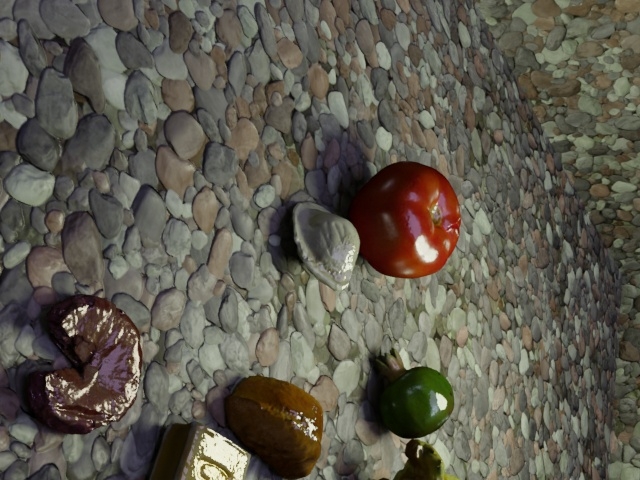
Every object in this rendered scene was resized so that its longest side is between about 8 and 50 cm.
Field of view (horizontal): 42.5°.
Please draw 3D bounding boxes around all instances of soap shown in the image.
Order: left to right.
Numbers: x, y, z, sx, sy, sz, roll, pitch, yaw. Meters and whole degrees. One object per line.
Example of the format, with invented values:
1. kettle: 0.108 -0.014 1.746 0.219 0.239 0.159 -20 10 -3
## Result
1. soap: -0.225 0.467 1.403 0.173 0.089 0.274 45 48 -40

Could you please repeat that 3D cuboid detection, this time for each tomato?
1. tomato: 0.193 -0.050 1.992 0.299 0.226 0.298 7 81 -48

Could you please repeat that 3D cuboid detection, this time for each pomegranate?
1. pomegranate: 0.217 0.368 2.003 0.225 0.187 0.187 54 34 10

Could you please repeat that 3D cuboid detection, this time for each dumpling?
1. dumpling: 0.001 0.004 1.803 0.166 0.126 0.215 20 69 -34

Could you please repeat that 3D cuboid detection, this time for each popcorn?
1. popcorn: 0.246 0.640 1.830 0.290 0.326 0.321 49 40 -36

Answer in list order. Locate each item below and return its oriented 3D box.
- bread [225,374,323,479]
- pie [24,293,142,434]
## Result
1. bread: -0.063 0.366 1.616 0.260 0.134 0.129 54 42 -34
2. pie: -0.364 0.193 1.292 0.204 0.054 0.218 17 70 -52
